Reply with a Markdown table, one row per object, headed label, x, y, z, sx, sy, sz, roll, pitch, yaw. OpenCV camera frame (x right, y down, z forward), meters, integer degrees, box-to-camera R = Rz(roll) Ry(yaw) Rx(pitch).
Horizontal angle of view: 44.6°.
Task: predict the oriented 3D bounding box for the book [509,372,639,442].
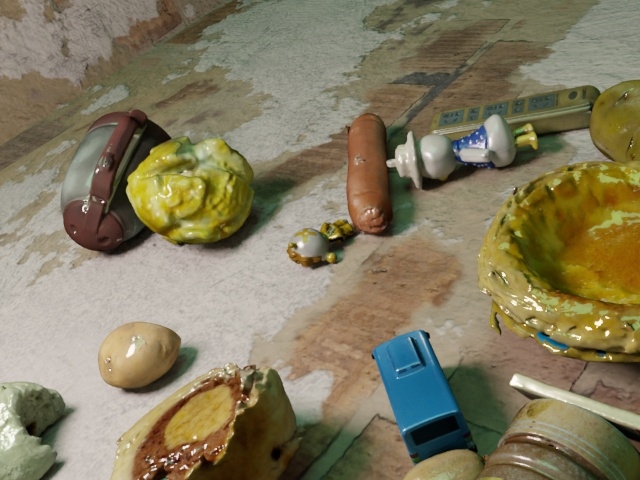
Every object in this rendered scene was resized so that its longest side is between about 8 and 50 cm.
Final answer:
| label | x | y | z | sx | sy | sz | roll | pitch | yaw |
| --- | --- | --- | --- | --- | --- | --- | --- | --- | --- |
| book | 0.348 | 0.210 | 0.881 | 0.231 | 0.162 | 0.022 | 13 | 76 | 43 |

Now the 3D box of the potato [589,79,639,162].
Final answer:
| label | x | y | z | sx | sy | sz | roll | pitch | yaw |
| --- | --- | --- | --- | --- | --- | --- | --- | --- | --- |
| potato | 0.564 | -0.199 | 1.358 | 0.154 | 0.137 | 0.200 | -29 | 34 | -9 |

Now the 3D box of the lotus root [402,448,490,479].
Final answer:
| label | x | y | z | sx | sy | sz | roll | pitch | yaw |
| --- | --- | --- | --- | --- | --- | --- | --- | --- | --- |
| lotus root | 0.145 | 0.298 | 0.953 | 0.150 | 0.062 | 0.073 | -24 | 32 | -5 |

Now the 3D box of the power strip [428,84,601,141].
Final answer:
| label | x | y | z | sx | sy | sz | roll | pitch | yaw |
| --- | --- | --- | --- | --- | --- | --- | --- | --- | --- |
| power strip | 0.410 | -0.255 | 1.602 | 0.387 | 0.066 | 0.092 | -6 | 38 | 23 |

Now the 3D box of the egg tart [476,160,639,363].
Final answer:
| label | x | y | z | sx | sy | sz | roll | pitch | yaw |
| --- | --- | --- | --- | --- | --- | --- | --- | --- | --- |
| egg tart | 0.408 | 0.034 | 1.071 | 0.387 | 0.169 | 0.388 | -16 | 38 | 12 |

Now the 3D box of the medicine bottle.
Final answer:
| label | x | y | z | sx | sy | sz | roll | pitch | yaw |
| --- | --- | --- | --- | --- | --- | --- | --- | --- | --- |
| medicine bottle | 0.197 | 0.328 | 0.796 | 0.151 | 0.151 | 0.322 | 12 | 46 | 42 |

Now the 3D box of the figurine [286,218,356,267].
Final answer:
| label | x | y | z | sx | sy | sz | roll | pitch | yaw |
| --- | --- | --- | --- | --- | --- | --- | --- | --- | --- |
| figurine | 0.004 | 0.002 | 1.478 | 0.143 | 0.068 | 0.101 | -10 | 38 | -12 |

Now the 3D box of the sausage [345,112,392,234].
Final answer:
| label | x | y | z | sx | sy | sz | roll | pitch | yaw |
| --- | --- | --- | --- | --- | --- | --- | --- | --- | --- |
| sausage | 0.097 | -0.146 | 1.604 | 0.094 | 0.094 | 0.419 | -52 | 20 | 31 |

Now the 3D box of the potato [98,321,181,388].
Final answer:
| label | x | y | z | sx | sy | sz | roll | pitch | yaw |
| --- | --- | --- | --- | --- | --- | --- | --- | --- | --- |
| potato | -0.313 | 0.199 | 1.342 | 0.147 | 0.112 | 0.112 | -25 | 31 | 11 |

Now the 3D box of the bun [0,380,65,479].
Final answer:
| label | x | y | z | sx | sy | sz | roll | pitch | yaw |
| --- | --- | --- | --- | --- | --- | --- | --- | --- | --- |
| bun | -0.519 | 0.312 | 1.281 | 0.204 | 0.127 | 0.212 | -39 | 36 | -20 |

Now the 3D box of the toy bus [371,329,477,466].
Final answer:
| label | x | y | z | sx | sy | sz | roll | pitch | yaw |
| --- | --- | --- | --- | --- | --- | --- | --- | --- | --- |
| toy bus | 0.135 | 0.208 | 1.052 | 0.090 | 0.106 | 0.185 | -23 | 32 | 3 |

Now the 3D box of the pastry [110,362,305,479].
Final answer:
| label | x | y | z | sx | sy | sz | roll | pitch | yaw |
| --- | --- | --- | --- | --- | --- | --- | --- | --- | --- |
| pastry | -0.147 | 0.293 | 1.058 | 0.256 | 0.170 | 0.236 | -48 | 20 | -27 |

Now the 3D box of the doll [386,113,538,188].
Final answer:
| label | x | y | z | sx | sy | sz | roll | pitch | yaw |
| --- | --- | --- | --- | --- | --- | --- | --- | --- | --- |
| doll | 0.275 | -0.175 | 1.531 | 0.293 | 0.119 | 0.138 | -10 | 26 | 9 |

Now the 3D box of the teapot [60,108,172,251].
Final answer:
| label | x | y | z | sx | sy | sz | roll | pitch | yaw |
| --- | --- | --- | --- | --- | --- | --- | --- | --- | --- |
| teapot | -0.462 | -0.140 | 1.762 | 0.233 | 0.315 | 0.312 | 19 | 45 | -7 |

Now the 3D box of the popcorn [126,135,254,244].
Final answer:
| label | x | y | z | sx | sy | sz | roll | pitch | yaw |
| --- | --- | --- | --- | --- | --- | --- | --- | --- | --- |
| popcorn | -0.280 | -0.101 | 1.649 | 0.276 | 0.276 | 0.226 | 5 | 76 | 36 |
